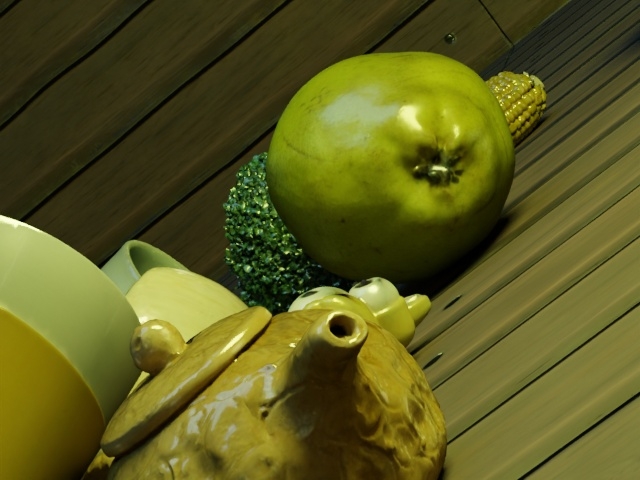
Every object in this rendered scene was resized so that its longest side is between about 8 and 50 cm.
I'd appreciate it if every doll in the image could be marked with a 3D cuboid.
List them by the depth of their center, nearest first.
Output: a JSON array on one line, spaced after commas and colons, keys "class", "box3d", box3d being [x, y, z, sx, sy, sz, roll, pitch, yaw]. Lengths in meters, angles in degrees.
[{"class": "doll", "box3d": [0.006, 0.091, 1.350, 0.117, 0.086, 0.291, -15, 13, 20]}]

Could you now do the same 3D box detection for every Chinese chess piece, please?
[{"class": "Chinese chess piece", "box3d": [-0.137, 0.143, 1.398, 0.257, 0.104, 0.257, -60, -3, -5]}]

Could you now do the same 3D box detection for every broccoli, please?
[{"class": "broccoli", "box3d": [0.000, 0.000, 1.956, 0.194, 0.220, 0.194, -26, -28, -15]}]

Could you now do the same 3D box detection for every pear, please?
[{"class": "pear", "box3d": [0.059, -0.062, 1.688, 0.212, 0.212, 0.269, -40, 11, -16]}]

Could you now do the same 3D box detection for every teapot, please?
[{"class": "teapot", "box3d": [-0.052, 0.114, 1.068, 0.203, 0.167, 0.311, -44, 5, -39]}]

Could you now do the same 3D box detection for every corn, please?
[{"class": "corn", "box3d": [0.159, -0.106, 2.128, 0.238, 0.080, 0.080, -41, 5, -18]}]

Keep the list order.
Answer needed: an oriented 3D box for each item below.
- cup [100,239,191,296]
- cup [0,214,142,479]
[{"class": "cup", "box3d": [-0.186, 0.162, 1.858, 0.234, 0.186, 0.258, -47, 31, 9]}, {"class": "cup", "box3d": [-0.249, 0.115, 1.170, 0.241, 0.185, 0.226, -2, 46, 26]}]
